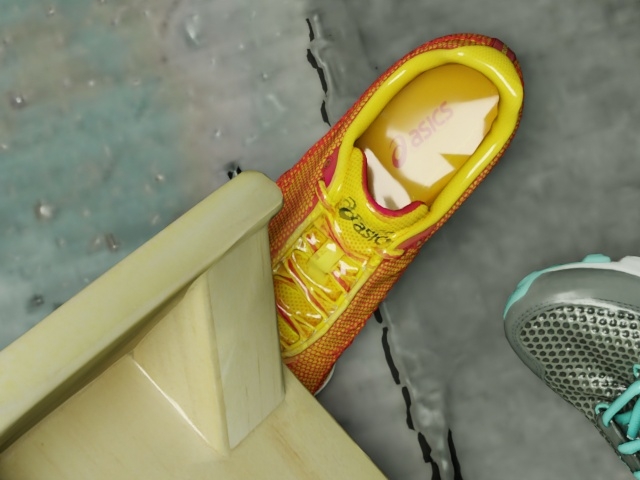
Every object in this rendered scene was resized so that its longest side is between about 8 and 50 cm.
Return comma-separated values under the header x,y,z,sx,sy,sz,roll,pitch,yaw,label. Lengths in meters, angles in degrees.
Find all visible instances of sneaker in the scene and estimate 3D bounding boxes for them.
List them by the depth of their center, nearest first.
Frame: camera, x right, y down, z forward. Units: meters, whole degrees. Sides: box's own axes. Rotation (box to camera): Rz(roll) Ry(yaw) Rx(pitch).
x,y,z,sx,sy,sz,roll,pitch,yaw,label
0.127,0.069,0.549,0.166,0.076,0.065,34,130,5,sneaker
0.000,0.000,0.571,0.064,0.067,0.175,36,98,1,sneaker

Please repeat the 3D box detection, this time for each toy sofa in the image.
x,y,z,sx,sy,sz,roll,pitch,yaw,label
0.014,0.177,0.504,0.362,0.150,0.177,48,129,1,toy sofa
